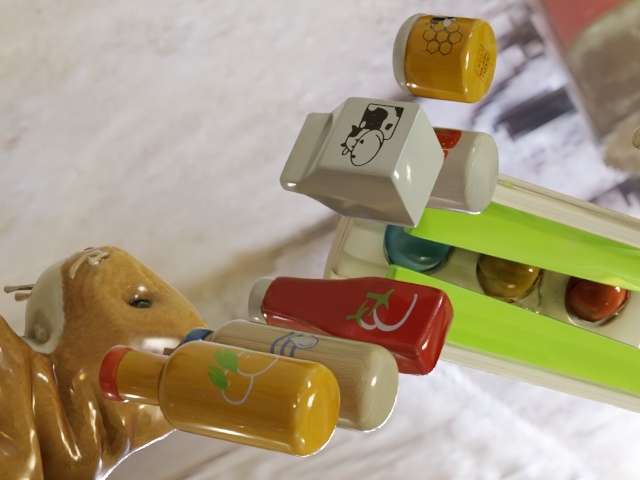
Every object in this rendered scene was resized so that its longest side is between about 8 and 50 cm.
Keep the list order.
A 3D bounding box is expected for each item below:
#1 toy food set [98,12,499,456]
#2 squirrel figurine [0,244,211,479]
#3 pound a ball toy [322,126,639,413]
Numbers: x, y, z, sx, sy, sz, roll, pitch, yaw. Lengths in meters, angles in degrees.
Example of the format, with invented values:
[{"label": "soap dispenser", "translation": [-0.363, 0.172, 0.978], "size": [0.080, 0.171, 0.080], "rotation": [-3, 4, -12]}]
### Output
[{"label": "toy food set", "translation": [0.000, 0.000, 0.828], "size": [0.105, 0.232, 0.111], "rotation": [9, 151, 27]}, {"label": "squirrel figurine", "translation": [-0.224, 0.192, 1.415], "size": [0.370, 0.397, 0.281], "rotation": [-21, 169, -34]}, {"label": "pound a ball toy", "translation": [0.182, -0.004, 1.283], "size": [0.319, 0.136, 0.208], "rotation": [15, 99, -28]}]
